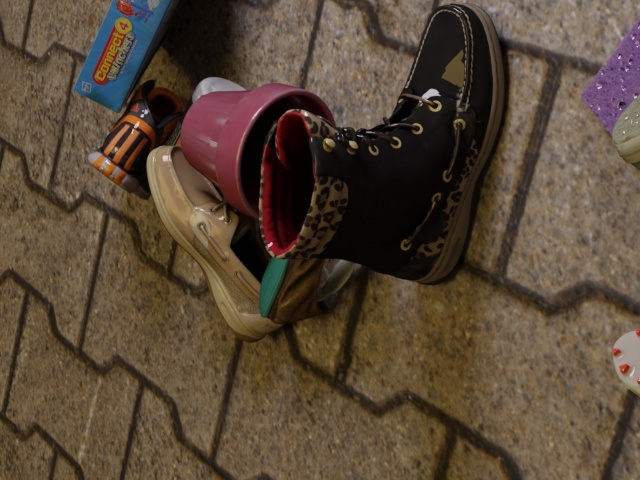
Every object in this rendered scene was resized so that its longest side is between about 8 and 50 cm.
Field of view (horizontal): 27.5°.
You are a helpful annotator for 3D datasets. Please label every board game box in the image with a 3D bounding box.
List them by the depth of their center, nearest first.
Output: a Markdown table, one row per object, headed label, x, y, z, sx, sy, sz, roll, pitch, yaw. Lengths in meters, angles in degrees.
| label | x | y | z | sx | sy | sz | roll | pitch | yaw |
| --- | --- | --- | --- | --- | --- | --- | --- | --- | --- |
| board game box | -0.278 | -0.409 | 2.163 | 0.302 | 0.086 | 0.308 | -60 | 8 | 29 |

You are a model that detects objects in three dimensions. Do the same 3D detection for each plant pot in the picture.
| label | x | y | z | sx | sy | sz | roll | pitch | yaw |
| --- | --- | --- | --- | --- | --- | --- | --- | --- | --- |
| plant pot | -0.105 | -0.143 | 1.951 | 0.180 | 0.201 | 0.201 | 21 | 103 | 43 |

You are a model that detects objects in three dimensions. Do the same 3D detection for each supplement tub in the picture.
| label | x | y | z | sx | sy | sz | roll | pitch | yaw |
| --- | --- | --- | --- | --- | --- | --- | --- | --- | --- |
| supplement tub | -0.184 | -0.160 | 2.130 | 0.190 | 0.117 | 0.117 | -57 | 47 | 31 |

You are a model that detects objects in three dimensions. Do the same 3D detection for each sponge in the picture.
| label | x | y | z | sx | sy | sz | roll | pitch | yaw |
| --- | --- | --- | --- | --- | --- | --- | --- | --- | --- |
| sponge | 0.393 | -0.204 | 1.485 | 0.210 | 0.031 | 0.117 | -56 | 48 | 31 |

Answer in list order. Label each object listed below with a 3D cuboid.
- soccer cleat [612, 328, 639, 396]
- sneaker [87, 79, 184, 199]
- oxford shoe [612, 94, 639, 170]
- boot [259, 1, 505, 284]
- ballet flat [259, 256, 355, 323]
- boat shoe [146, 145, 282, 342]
| label | x | y | z | sx | sy | sz | roll | pitch | yaw |
| --- | --- | --- | --- | --- | --- | --- | --- | --- | --- |
| soccer cleat | 0.388 | 0.166 | 1.436 | 0.068 | 0.076 | 0.196 | -41 | 32 | 0 |
| sneaker | -0.297 | -0.173 | 2.244 | 0.180 | 0.124 | 0.321 | -53 | 8 | -1 |
| oxford shoe | 0.498 | -0.181 | 1.289 | 0.130 | 0.169 | 0.449 | 46 | 126 | -11 |
| boot | 0.078 | -0.132 | 1.667 | 0.138 | 0.284 | 0.378 | 24 | 106 | 49 |
| ballet flat | 0.000 | 0.000 | 1.845 | 0.342 | 0.124 | 0.116 | 106 | 161 | -44 |
| boat shoe | -0.147 | -0.013 | 2.032 | 0.110 | 0.121 | 0.341 | -32 | 89 | 31 |
